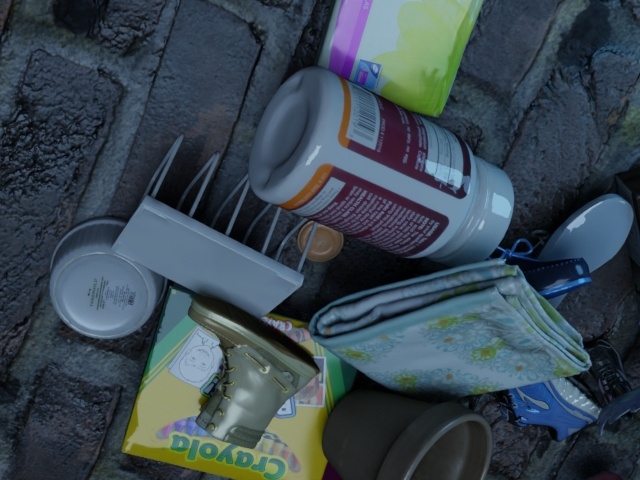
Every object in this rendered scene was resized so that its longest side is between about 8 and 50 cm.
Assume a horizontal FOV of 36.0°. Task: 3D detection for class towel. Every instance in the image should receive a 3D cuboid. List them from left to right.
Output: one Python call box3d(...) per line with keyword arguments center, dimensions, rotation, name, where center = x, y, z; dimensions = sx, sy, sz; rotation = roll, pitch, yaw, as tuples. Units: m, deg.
box3d(center=(0.217, 0.168, 1.624), dimensions=(0.375, 0.090, 0.320), rotation=(-16, 141, 31), name="towel")

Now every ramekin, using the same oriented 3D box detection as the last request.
box3d(center=(-0.372, 0.072, 1.712), dimensions=(0.207, 0.109, 0.207), rotation=(-1, 112, -3), name="ramekin")

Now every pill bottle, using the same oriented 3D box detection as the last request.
box3d(center=(0.103, -0.102, 1.570), dimensions=(0.392, 0.224, 0.224), rotation=(22, 110, -29), name="pill bottle")

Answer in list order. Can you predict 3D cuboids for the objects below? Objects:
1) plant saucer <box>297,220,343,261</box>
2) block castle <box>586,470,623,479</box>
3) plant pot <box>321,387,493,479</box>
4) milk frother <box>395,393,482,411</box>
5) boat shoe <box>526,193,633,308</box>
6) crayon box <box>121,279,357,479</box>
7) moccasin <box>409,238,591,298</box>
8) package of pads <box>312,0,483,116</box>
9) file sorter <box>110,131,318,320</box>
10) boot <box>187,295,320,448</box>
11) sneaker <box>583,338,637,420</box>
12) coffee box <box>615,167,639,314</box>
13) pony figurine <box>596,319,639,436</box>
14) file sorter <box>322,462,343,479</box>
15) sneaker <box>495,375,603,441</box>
box3d(center=(0.000, 0.000, 1.754), dimensions=(0.084, 0.013, 0.083), rotation=(-1, 112, -3), name="plant saucer")
box3d(center=(0.716, 0.619, 1.953), dimensions=(0.303, 0.213, 0.453), rotation=(-23, 114, 2), name="block castle")
box3d(center=(0.129, 0.371, 1.703), dimensions=(0.263, 0.229, 0.263), rotation=(-25, 126, -40), name="plant pot")
box3d(center=(0.225, 0.308, 1.862), dimensions=(0.135, 0.129, 0.143), rotation=(31, 65, -15), name="milk frother")
box3d(center=(0.424, 0.028, 1.742), dimensions=(0.113, 0.105, 0.306), rotation=(24, 116, -17), name="boat shoe")
box3d(center=(-0.137, 0.264, 1.773), dimensions=(0.363, 0.106, 0.313), rotation=(16, 97, -9), name="crayon box")
box3d(center=(0.283, 0.063, 1.672), dimensions=(0.342, 0.138, 0.116), rotation=(-15, 79, 33), name="moccasin")
box3d(center=(0.132, -0.361, 1.563), dimensions=(0.229, 0.101, 0.296), rotation=(13, 112, -8), name="package of pads")
box3d(center=(-0.165, -0.024, 1.622), dimensions=(0.278, 0.173, 0.193), rotation=(27, 148, -14), name="file sorter")
box3d(center=(-0.155, 0.225, 1.648), dimensions=(0.262, 0.095, 0.203), rotation=(35, 97, -30), name="boot")
box3d(center=(0.556, 0.266, 1.863), dimensions=(0.072, 0.077, 0.178), rotation=(-34, 110, 9), name="sneaker")
box3d(center=(0.639, 0.010, 1.737), dimensions=(0.168, 0.119, 0.297), rotation=(-16, 113, 4), name="coffee box")
box3d(center=(0.652, 0.236, 1.655), dimensions=(0.351, 0.303, 0.363), rotation=(-21, 116, -3), name="pony figurine")
box3d(center=(0.116, 0.534, 1.886), dimensions=(0.291, 0.202, 0.182), rotation=(-4, 116, -2), name="file sorter")
box3d(center=(0.374, 0.271, 1.828), dimensions=(0.330, 0.130, 0.147), rotation=(39, 103, -17), name="sneaker")
